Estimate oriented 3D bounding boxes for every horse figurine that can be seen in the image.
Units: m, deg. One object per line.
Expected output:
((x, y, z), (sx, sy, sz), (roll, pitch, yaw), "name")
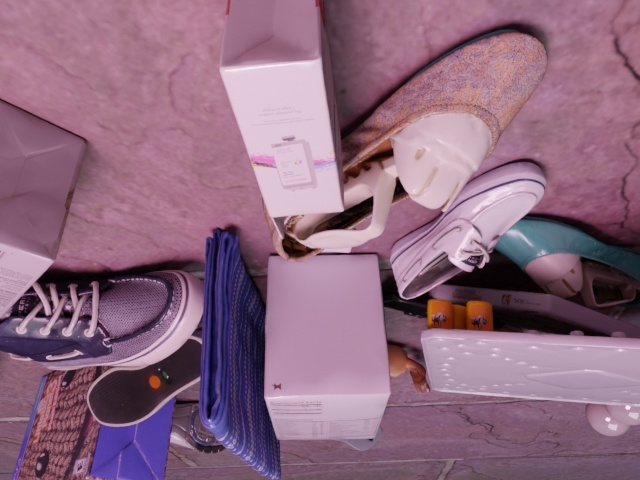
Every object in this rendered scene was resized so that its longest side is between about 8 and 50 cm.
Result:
((0.080, 0.231, 0.984), (0.263, 0.066, 0.174), (4, 152, -4), "horse figurine")

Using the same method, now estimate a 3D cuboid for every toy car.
((0.521, 0.247, 0.970), (0.136, 0.159, 0.182), (29, 152, 18), "toy car")

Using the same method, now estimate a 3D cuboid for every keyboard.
((0.170, 0.105, 0.808), (0.180, 0.023, 0.108), (16, 165, -13), "keyboard")

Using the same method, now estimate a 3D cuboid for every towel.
((-0.090, 0.167, 0.722), (0.040, 0.243, 0.336), (-7, 147, 5), "towel")

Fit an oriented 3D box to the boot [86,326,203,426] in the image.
((-0.223, 0.192, 0.832), (0.244, 0.088, 0.176), (-29, 178, 17), "boot")

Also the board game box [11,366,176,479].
((-0.413, 0.346, 0.995), (0.291, 0.232, 0.141), (-27, 138, 33), "board game box")

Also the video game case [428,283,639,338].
((0.301, 0.104, 0.745), (0.227, 0.026, 0.206), (20, 170, -28), "video game case")

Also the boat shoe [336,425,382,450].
((0.034, 0.370, 1.163), (0.109, 0.094, 0.302), (-47, 135, -12), "boat shoe")

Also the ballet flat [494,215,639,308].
((0.322, 0.036, 0.671), (0.247, 0.087, 0.083), (14, 147, -20), "ballet flat")

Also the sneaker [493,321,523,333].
((0.291, 0.174, 0.896), (0.134, 0.070, 0.051), (18, 146, -25), "sneaker")

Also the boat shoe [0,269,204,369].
((-0.325, 0.103, 0.717), (0.340, 0.127, 0.158), (-20, 150, 28), "boat shoe")

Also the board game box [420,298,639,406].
((0.337, 0.158, 0.696), (0.389, 0.050, 0.390), (0, 157, 14), "board game box")

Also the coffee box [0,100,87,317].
((-0.343, -0.007, 0.544), (0.098, 0.141, 0.246), (26, 140, -35), "coffee box")

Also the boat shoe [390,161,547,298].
((0.170, 0.002, 0.625), (0.083, 0.076, 0.226), (16, 143, -25), "boat shoe")

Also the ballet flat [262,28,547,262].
((0.068, -0.061, 0.500), (0.107, 0.106, 0.316), (27, 137, -36), "ballet flat")

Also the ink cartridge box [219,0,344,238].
((-0.020, -0.099, 0.432), (0.067, 0.115, 0.198), (-4, 148, 5), "ink cartridge box")

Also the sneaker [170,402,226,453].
((-0.339, 0.420, 1.252), (0.297, 0.111, 0.129), (25, 155, -28), "sneaker")

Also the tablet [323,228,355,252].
((0.000, 0.000, 0.682), (0.083, 0.006, 0.054), (3, 147, -5), "tablet")

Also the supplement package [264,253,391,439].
((0.007, 0.151, 0.741), (0.149, 0.194, 0.203), (-1, 147, -1), "supplement package")
